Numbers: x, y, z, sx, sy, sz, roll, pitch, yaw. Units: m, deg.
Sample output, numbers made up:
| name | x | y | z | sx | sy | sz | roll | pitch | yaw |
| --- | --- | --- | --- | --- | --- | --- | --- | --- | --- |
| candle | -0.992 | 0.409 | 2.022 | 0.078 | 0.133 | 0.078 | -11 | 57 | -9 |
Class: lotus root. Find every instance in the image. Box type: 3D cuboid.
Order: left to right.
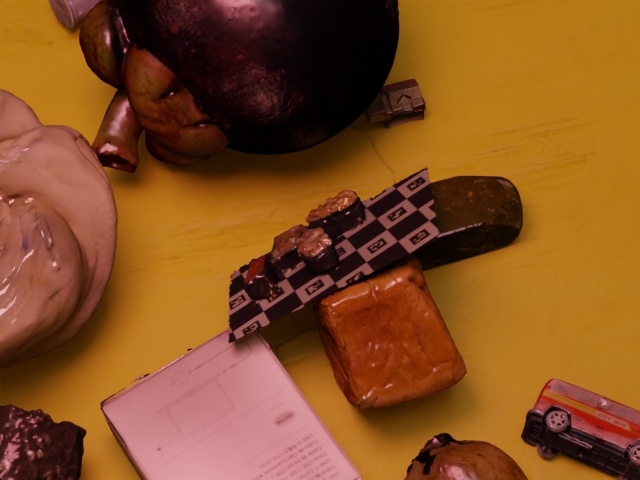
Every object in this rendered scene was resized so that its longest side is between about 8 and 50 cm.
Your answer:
| name | x | y | z | sx | sy | sz | roll | pitch | yaw |
| --- | --- | --- | --- | --- | --- | --- | --- | --- | --- |
| lotus root | 0.183 | 0.311 | 1.651 | 0.138 | 0.138 | 0.214 | -40 | 78 | -17 |

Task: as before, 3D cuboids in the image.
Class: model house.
| name | x | y | z | sx | sy | sz | roll | pitch | yaw |
| --- | --- | --- | --- | --- | --- | --- | --- | --- | --- |
| model house | 0.092 | -0.185 | 1.951 | 0.083 | 0.057 | 0.058 | -14 | 67 | -3 |

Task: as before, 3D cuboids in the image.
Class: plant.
| name | x | y | z | sx | sy | sz | roll | pitch | yaw |
| --- | --- | --- | --- | --- | --- | --- | --- | --- | --- |
| plant | -0.365 | 0.317 | 1.646 | 0.146 | 0.149 | 0.274 | 4 | 70 | 54 |

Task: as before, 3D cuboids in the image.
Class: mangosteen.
| name | x | y | z | sx | sy | sz | roll | pitch | yaw |
| --- | --- | --- | --- | --- | --- | --- | --- | --- | --- |
| mangosteen | -0.110 | -0.257 | 1.858 | 0.435 | 0.382 | 0.382 | -42 | 62 | 24 |

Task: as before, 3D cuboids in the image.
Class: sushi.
| name | x | y | z | sx | sy | sz | roll | pitch | yaw |
| --- | --- | --- | --- | --- | --- | --- | --- | --- | --- |
| sushi | 0.000 | 0.000 | 1.732 | 0.280 | 0.043 | 0.192 | -27 | 24 | 12 |

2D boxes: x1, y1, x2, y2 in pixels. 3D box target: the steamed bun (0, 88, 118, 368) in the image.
| name | x | y | z | sx | sy | sz | roll | pitch | yaw |
| --- | --- | --- | --- | --- | --- | --- | --- | --- | --- |
| steamed bun | -0.386 | 0.010 | 1.762 | 0.352 | 0.247 | 0.339 | 15 | 70 | 50 |

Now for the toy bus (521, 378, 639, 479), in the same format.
| name | x | y | z | sx | sy | sz | roll | pitch | yaw |
| --- | --- | --- | --- | --- | --- | --- | --- | --- | --- |
| toy bus | 0.325 | 0.225 | 1.715 | 0.174 | 0.079 | 0.077 | 21 | 55 | 13 |

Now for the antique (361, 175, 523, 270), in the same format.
| name | x | y | z | sx | sy | sz | roll | pitch | yaw |
| --- | --- | --- | --- | --- | --- | --- | --- | --- | --- |
| antique | 0.144 | -0.021 | 1.848 | 0.221 | 0.080 | 0.081 | -17 | 61 | -6 |

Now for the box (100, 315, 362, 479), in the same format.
| name | x | y | z | sx | sy | sz | roll | pitch | yaw |
| --- | --- | --- | --- | --- | --- | --- | --- | --- | --- |
| box | -0.101 | 0.245 | 1.702 | 0.203 | 0.106 | 0.251 | -31 | 64 | -15 |

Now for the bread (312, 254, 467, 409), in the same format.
| name | x | y | z | sx | sy | sz | roll | pitch | yaw |
| --- | --- | --- | --- | --- | --- | --- | --- | --- | --- |
| bread | 0.076 | 0.107 | 1.728 | 0.143 | 0.149 | 0.158 | -24 | 100 | -7 |

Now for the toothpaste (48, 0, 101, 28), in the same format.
| name | x | y | z | sx | sy | sz | roll | pitch | yaw |
| --- | --- | --- | --- | --- | --- | --- | --- | --- | --- |
| toothpaste | -0.239 | -0.390 | 2.072 | 0.299 | 0.073 | 0.114 | -33 | 66 | -23 |
